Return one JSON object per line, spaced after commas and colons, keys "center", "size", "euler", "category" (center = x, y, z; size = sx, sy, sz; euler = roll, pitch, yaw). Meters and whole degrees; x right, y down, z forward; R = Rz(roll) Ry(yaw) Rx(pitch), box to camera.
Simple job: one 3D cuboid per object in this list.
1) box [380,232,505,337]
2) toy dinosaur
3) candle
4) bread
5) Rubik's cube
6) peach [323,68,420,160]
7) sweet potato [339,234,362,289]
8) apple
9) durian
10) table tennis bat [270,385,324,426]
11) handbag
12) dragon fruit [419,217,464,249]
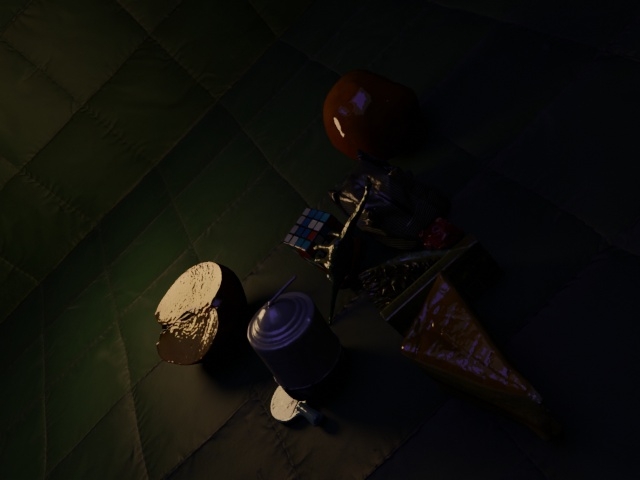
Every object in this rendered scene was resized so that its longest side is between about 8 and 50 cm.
{"center": [0.322, 0.138, 1.606], "size": [0.311, 0.173, 0.043], "euler": [-43, 37, 8], "category": "box"}
{"center": [0.085, 0.044, 1.831], "size": [0.301, 0.087, 0.447], "euler": [1, 95, 60], "category": "toy dinosaur"}
{"center": [-0.075, 0.281, 1.722], "size": [0.221, 0.342, 0.221], "euler": [-21, 35, 16], "category": "candle"}
{"center": [0.401, 0.261, 1.374], "size": [0.361, 0.233, 0.245], "euler": [16, 67, 47], "category": "bread"}
{"center": [0.000, 0.000, 2.073], "size": [0.154, 0.155, 0.151], "euler": [-55, 35, -10], "category": "Rubik's cube"}
{"center": [0.171, -0.431, 2.170], "size": [0.343, 0.343, 0.302], "euler": [48, 123, 54], "category": "peach"}
{"center": [0.099, 0.072, 1.995], "size": [0.055, 0.058, 0.202], "euler": [13, 64, 4], "category": "sweet potato"}
{"center": [-0.429, 0.269, 2.159], "size": [0.365, 0.295, 0.329], "euler": [-29, 14, 28], "category": "apple"}
{"center": [0.282, 0.111, 1.763], "size": [0.394, 0.163, 0.198], "euler": [-19, 6, 28], "category": "durian"}
{"center": [-0.067, 0.483, 1.800], "size": [0.149, 0.038, 0.237], "euler": [-53, 34, -12], "category": "table tennis bat"}
{"center": [0.200, -0.133, 1.927], "size": [0.247, 0.240, 0.340], "euler": [-54, 38, -1], "category": "handbag"}
{"center": [0.347, -0.025, 1.768], "size": [0.126, 0.068, 0.112], "euler": [-21, 21, -5], "category": "dragon fruit"}
